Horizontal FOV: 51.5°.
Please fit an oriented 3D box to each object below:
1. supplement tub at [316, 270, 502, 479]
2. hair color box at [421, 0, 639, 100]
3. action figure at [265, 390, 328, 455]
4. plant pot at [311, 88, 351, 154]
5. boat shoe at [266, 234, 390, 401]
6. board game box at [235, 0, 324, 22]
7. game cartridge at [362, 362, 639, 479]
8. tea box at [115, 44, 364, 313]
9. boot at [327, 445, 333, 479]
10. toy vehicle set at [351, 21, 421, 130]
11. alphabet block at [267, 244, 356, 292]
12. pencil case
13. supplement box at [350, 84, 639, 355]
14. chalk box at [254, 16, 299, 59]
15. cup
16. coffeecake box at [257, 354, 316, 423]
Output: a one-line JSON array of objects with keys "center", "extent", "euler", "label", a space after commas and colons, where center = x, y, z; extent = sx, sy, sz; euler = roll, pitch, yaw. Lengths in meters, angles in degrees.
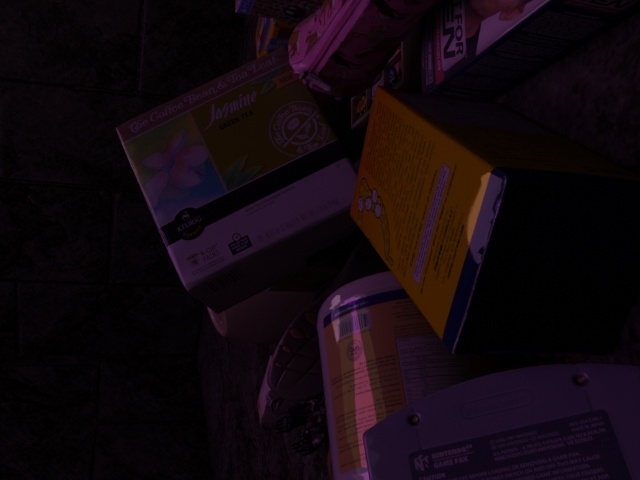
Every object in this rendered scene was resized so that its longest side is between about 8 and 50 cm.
[{"center": [0.127, 0.228, 0.866], "extent": [0.241, 0.241, 0.331], "euler": [122, 146, -56], "label": "supplement tub"}, {"center": [0.245, -0.308, 0.813], "extent": [0.347, 0.105, 0.174], "euler": [156, 116, -70], "label": "hair color box"}, {"center": [-0.029, 0.381, 1.469], "extent": [0.164, 0.141, 0.276], "euler": [47, 142, 26], "label": "action figure"}, {"center": [-0.010, -0.312, 1.502], "extent": [0.215, 0.215, 0.231], "euler": [-179, 107, -72], "label": "plant pot"}, {"center": [0.040, 0.136, 1.175], "extent": [0.355, 0.132, 0.130], "euler": [-49, -4, -13], "label": "boat shoe"}, {"center": [-0.007, -0.555, 1.340], "extent": [0.232, 0.291, 0.141], "euler": [153, 119, -70], "label": "board game box"}, {"center": [0.194, 0.230, 0.656], "extent": [0.060, 0.294, 0.196], "euler": [48, -151, -57], "label": "game cartridge"}, {"center": [-0.124, -0.099, 1.169], "extent": [0.324, 0.329, 0.220], "euler": [62, 177, 18], "label": "tea box"}, {"center": [0.102, 0.480, 1.166], "extent": [0.269, 0.089, 0.236], "euler": [-178, 81, -72], "label": "boot"}, {"center": [0.122, -0.337, 1.312], "extent": [0.267, 0.035, 0.166], "euler": [152, 120, -69], "label": "toy vehicle set"}, {"center": [0.000, 0.000, 1.373], "extent": [0.193, 0.197, 0.192], "euler": [139, 131, -66], "label": "alphabet block"}, {"center": [0.075, -0.334, 0.925], "extent": [0.386, 0.160, 0.167], "euler": [149, 126, -69], "label": "pencil case"}, {"center": [0.190, -0.040, 0.793], "extent": [0.356, 0.194, 0.195], "euler": [-120, 37, -60], "label": "supplement box"}, {"center": [-0.045, -0.560, 1.642], "extent": [0.289, 0.180, 0.179], "euler": [118, 150, -55], "label": "chalk box"}, {"center": [-0.150, 0.116, 1.604], "extent": [0.331, 0.236, 0.331], "euler": [48, 147, 46], "label": "cup"}, {"center": [-0.064, 0.358, 1.595], "extent": [0.068, 0.142, 0.186], "euler": [-106, 26, -47], "label": "coffeecake box"}]
